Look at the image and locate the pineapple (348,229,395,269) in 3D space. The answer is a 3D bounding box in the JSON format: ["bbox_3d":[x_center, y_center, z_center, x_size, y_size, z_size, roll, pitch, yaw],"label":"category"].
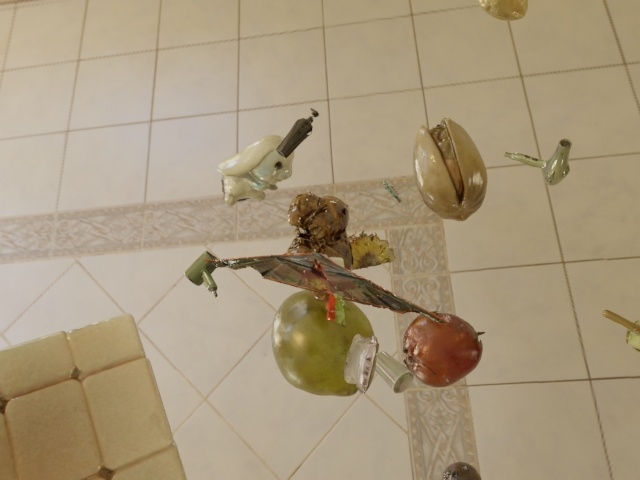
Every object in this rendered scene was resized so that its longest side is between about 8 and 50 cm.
[{"bbox_3d":[0.143,0.030,1.611,0.233,0.079,0.135,-13,95,-17],"label":"pineapple"}]

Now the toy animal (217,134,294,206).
[{"bbox_3d":[-0.210,-0.245,1.580,0.289,0.249,0.174,-28,89,9],"label":"toy animal"}]

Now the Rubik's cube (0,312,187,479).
[{"bbox_3d":[-0.440,0.354,0.796,0.316,0.322,0.318,-16,72,-28],"label":"Rubik's cube"}]

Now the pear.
[{"bbox_3d":[0.000,0.346,1.593,0.352,0.352,0.413,-48,52,-9],"label":"pear"}]

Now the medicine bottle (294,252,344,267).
[{"bbox_3d":[-0.006,0.049,0.811,0.089,0.052,0.052,4,72,-11],"label":"medicine bottle"}]

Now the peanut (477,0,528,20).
[{"bbox_3d":[0.225,-0.380,0.618,0.082,0.082,0.187,-31,96,-3],"label":"peanut"}]

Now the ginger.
[{"bbox_3d":[0.003,0.011,1.408,0.153,0.274,0.357,-7,78,23],"label":"ginger"}]

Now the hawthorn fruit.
[{"bbox_3d":[0.243,0.204,0.890,0.172,0.148,0.148,-11,71,-7],"label":"hawthorn fruit"}]

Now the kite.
[{"bbox_3d":[0.006,0.031,0.356,0.190,0.159,0.010,15,104,-14],"label":"kite"}]

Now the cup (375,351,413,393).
[{"bbox_3d":[0.219,0.380,1.347,0.116,0.104,0.074,38,123,47],"label":"cup"}]

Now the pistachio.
[{"bbox_3d":[0.225,-0.121,0.814,0.125,0.124,0.184,-15,92,3],"label":"pistachio"}]

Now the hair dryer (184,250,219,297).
[{"bbox_3d":[-0.240,0.081,0.981,0.071,0.047,0.150,-48,34,0],"label":"hair dryer"}]

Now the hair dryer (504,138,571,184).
[{"bbox_3d":[0.809,-0.306,1.662,0.225,0.219,0.088,32,70,5],"label":"hair dryer"}]

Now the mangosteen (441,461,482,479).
[{"bbox_3d":[0.416,0.707,1.320,0.140,0.140,0.140,-2,72,7],"label":"mangosteen"}]

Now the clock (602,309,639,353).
[{"bbox_3d":[0.681,0.198,0.829,0.308,0.235,0.096,26,92,-4],"label":"clock"}]

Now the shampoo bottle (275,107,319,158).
[{"bbox_3d":[-0.052,-0.259,1.111,0.048,0.027,0.137,41,81,-15],"label":"shampoo bottle"}]

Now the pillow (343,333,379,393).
[{"bbox_3d":[0.094,0.289,1.108,0.038,0.233,0.130,14,80,-7],"label":"pillow"}]

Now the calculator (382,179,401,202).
[{"bbox_3d":[0.247,-0.168,1.574,0.019,0.141,0.094,-40,84,16],"label":"calculator"}]
